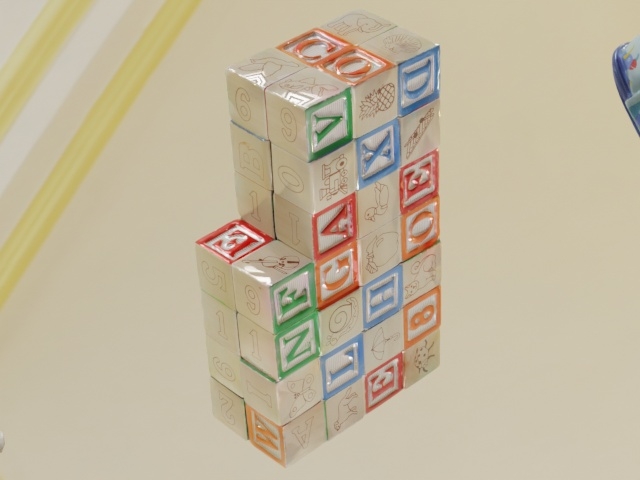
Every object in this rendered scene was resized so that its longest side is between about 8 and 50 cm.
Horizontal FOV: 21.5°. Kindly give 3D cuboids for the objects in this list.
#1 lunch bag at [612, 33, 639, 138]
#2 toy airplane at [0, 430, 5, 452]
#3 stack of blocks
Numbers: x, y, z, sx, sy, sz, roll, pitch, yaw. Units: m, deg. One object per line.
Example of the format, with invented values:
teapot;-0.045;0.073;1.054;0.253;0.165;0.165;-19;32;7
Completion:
lunch bag;0.316;-0.065;1.212;0.176;0.090;0.219;-13;-106;-44
toy airplane;-0.119;0.254;0.808;0.386;0.384;0.272;35;-74;-21
stack of blocks;0.000;0.000;1.245;0.171;0.087;0.297;-29;-47;-33
